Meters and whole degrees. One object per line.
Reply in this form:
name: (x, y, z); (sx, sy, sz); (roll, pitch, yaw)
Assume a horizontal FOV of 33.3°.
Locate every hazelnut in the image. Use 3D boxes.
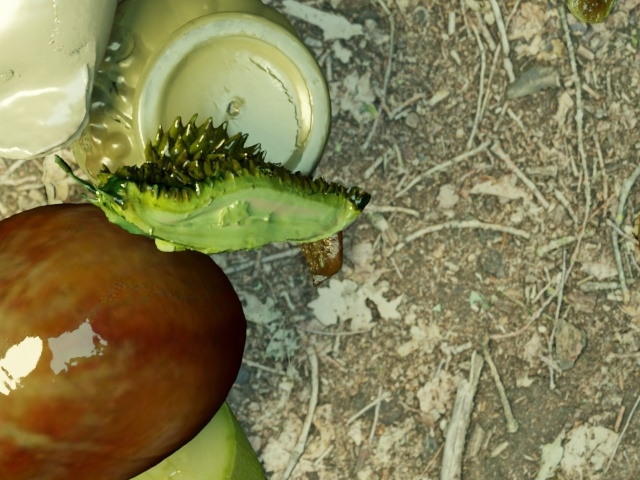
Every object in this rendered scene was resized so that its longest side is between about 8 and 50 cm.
hazelnut: (-0.271, 0.120, 1.151); (0.365, 0.366, 0.366); (-4, 101, -20)

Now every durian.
durian: (-0.106, -0.049, 1.040); (0.375, 0.106, 0.132); (1, 111, -42)

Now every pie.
pie: (0.379, -0.344, 1.486); (0.084, 0.020, 0.085); (-4, 101, -20)

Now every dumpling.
dumpling: (-0.334, -0.273, 1.087); (0.260, 0.181, 0.341); (6, 110, 1)

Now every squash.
squash: (-0.184, 0.338, 1.397); (0.236, 0.155, 0.204); (-33, 72, -11)

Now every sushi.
sushi: (-0.001, 0.000, 1.388); (0.060, 0.061, 0.118); (-3, 81, -12)

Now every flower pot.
flower pot: (-0.129, -0.150, 1.210); (0.307, 0.244, 0.308); (-3, 99, -20)

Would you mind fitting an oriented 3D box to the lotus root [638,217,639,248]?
lotus root: (0.586, 0.076, 1.608); (0.167, 0.078, 0.329); (-32, 109, -11)
